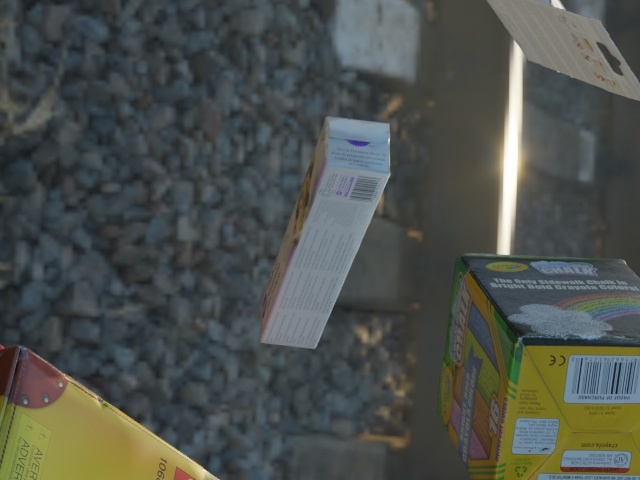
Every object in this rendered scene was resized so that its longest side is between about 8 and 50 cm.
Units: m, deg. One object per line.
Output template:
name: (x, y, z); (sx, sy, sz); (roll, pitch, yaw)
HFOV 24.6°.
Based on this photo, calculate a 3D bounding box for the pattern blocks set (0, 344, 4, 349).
pattern blocks set: (-0.464, 0.097, 1.511); (0.285, 0.325, 0.026); (54, 41, -29)

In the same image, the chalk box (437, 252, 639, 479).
chalk box: (0.162, 0.090, 1.030); (0.213, 0.132, 0.132); (-113, -153, -70)

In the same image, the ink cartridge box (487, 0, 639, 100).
ink cartridge box: (0.253, -0.218, 1.492); (0.045, 0.179, 0.145); (-54, 134, -9)

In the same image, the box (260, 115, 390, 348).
box: (0.000, 0.000, 1.481); (0.324, 0.067, 0.063); (110, -15, -53)

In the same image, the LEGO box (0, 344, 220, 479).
LEGO box: (-0.260, 0.406, 1.326); (0.372, 0.193, 0.500); (43, 42, -39)
